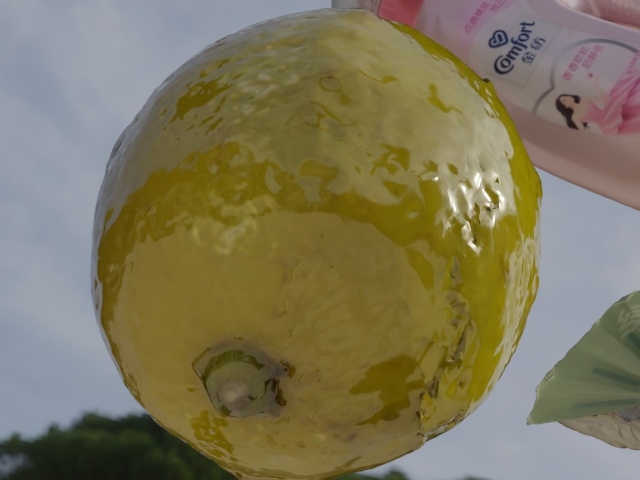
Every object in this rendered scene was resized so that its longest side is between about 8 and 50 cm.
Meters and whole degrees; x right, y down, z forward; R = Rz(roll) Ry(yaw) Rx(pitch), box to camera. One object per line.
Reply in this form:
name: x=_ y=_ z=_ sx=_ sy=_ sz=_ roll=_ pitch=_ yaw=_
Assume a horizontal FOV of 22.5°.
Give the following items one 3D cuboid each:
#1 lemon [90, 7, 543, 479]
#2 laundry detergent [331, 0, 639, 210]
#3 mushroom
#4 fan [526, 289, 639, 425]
lemon: x=0.000 y=-0.001 z=0.893 sx=0.260 sy=0.260 sz=0.284 roll=-1 pitch=5 yaw=24
laundry detergent: x=0.158 y=-0.123 z=1.091 sx=0.335 sy=0.159 sz=0.088 roll=28 pitch=-29 yaw=29
mushroom: x=0.284 y=0.142 z=1.474 sx=0.072 sy=0.094 sz=0.210 roll=38 pitch=-18 yaw=-17
fan: x=0.252 y=0.072 z=1.133 sx=0.240 sy=0.009 sz=0.131 roll=-22 pitch=-49 yaw=-3
